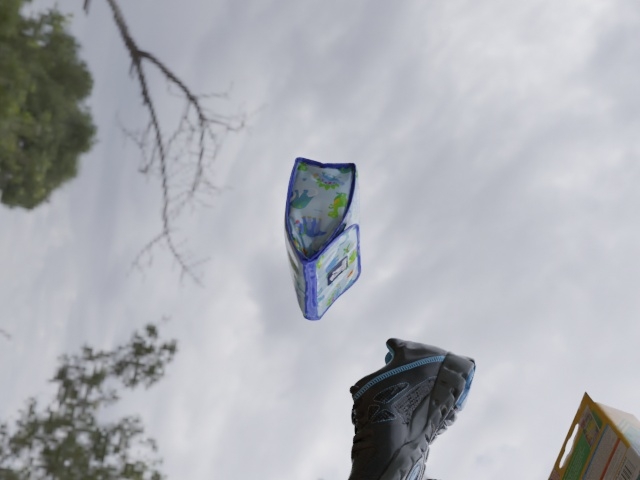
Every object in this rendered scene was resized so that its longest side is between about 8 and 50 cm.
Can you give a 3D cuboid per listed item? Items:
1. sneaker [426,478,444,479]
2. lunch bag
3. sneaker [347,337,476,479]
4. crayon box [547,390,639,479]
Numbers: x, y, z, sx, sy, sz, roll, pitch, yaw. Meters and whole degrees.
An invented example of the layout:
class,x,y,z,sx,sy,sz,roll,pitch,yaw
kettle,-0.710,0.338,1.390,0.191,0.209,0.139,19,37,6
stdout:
class,x,y,z,sx,sy,sz,roll,pitch,yaw
sneaker,0.223,0.601,2.038,0.110,0.122,0.283,19,-90,50
lunch bag,0.000,0.000,1.244,0.128,0.096,0.151,85,14,-54
sneaker,0.087,0.267,1.446,0.341,0.140,0.125,-49,154,-44
crayon box,0.480,0.402,1.762,0.323,0.083,0.203,-100,-150,-78
